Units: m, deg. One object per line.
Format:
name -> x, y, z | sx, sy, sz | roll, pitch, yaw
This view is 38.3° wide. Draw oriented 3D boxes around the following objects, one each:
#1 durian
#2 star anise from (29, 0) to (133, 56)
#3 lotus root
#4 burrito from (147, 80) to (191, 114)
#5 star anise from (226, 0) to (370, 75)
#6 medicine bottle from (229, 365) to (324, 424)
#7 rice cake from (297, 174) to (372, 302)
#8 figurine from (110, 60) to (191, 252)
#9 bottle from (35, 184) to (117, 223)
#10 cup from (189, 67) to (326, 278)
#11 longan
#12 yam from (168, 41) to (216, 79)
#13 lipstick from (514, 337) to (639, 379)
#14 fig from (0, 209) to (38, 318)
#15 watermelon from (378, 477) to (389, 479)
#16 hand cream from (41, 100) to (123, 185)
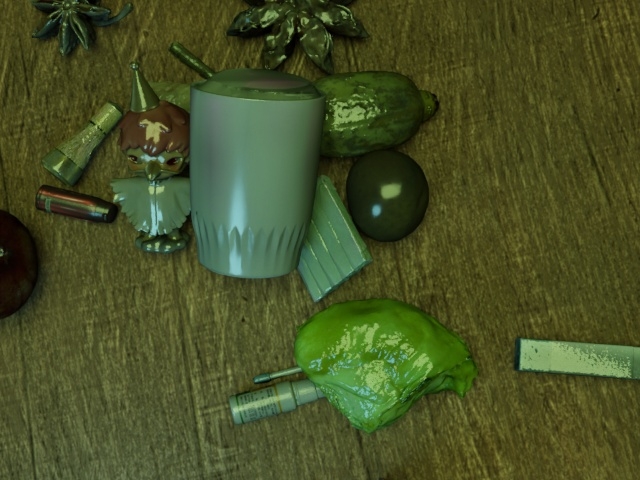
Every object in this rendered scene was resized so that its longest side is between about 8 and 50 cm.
durian -> 0.117, 0.229, 1.783 | 0.340, 0.204, 0.256 | 40, 71, 10
star anise -> -0.516, -0.493, 1.983 | 0.231, 0.089, 0.209 | 29, 96, 12
lotus root -> 0.094, -0.266, 1.889 | 0.309, 0.173, 0.173 | -11, 81, -5
burrito -> -0.220, -0.247, 1.928 | 0.348, 0.107, 0.175 | 10, 96, 6
star anise -> -0.047, -0.497, 1.944 | 0.332, 0.117, 0.331 | 0, 83, -2
medicine bottle -> -0.075, 0.302, 1.863 | 0.221, 0.061, 0.092 | -14, 59, -4
rice cake -> 0.000, 0.000, 1.872 | 0.189, 0.037, 0.198 | -42, 76, 30
figurine -> -0.322, -0.161, 1.823 | 0.207, 0.166, 0.386 | 4, 119, 3
bottle -> -0.511, -0.074, 1.939 | 0.164, 0.060, 0.060 | 13, 83, 5
cup -> -0.126, -0.131, 1.759 | 0.253, 0.253, 0.371 | 6, 107, 4
longan -> 0.134, -0.090, 1.850 | 0.189, 0.189, 0.189 | 0, 82, 3
yam -> -0.271, -0.379, 1.982 | 0.129, 0.027, 0.033 | 40, 46, 9
lipstick -> 0.551, 0.238, 1.831 | 0.318, 0.066, 0.068 | 4, 82, 3
fig -> -0.689, 0.048, 1.855 | 0.214, 0.235, 0.235 | 15, 81, 43
watermelon -> 0.097, 0.524, 1.740 | 0.148, 0.318, 0.226 | 23, 43, 10
hand cream -> -0.497, -0.213, 1.949 | 0.084, 0.084, 0.203 | 37, 81, 7
